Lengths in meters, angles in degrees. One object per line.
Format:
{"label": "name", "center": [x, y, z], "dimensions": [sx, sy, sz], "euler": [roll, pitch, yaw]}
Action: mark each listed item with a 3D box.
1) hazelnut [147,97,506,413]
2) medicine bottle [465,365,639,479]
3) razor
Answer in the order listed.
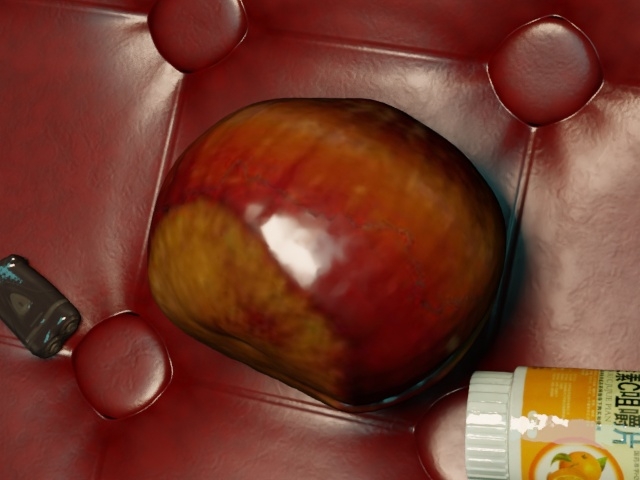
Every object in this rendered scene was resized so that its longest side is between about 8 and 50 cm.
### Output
{"label": "hazelnut", "center": [0.000, 0.000, 1.602], "dimensions": [0.429, 0.402, 0.402], "euler": [25, 89, 28]}
{"label": "medicine bottle", "center": [0.338, 0.234, 1.592], "dimensions": [0.318, 0.158, 0.158], "euler": [1, 82, 15]}
{"label": "razor", "center": [-0.410, 0.091, 1.858], "dimensions": [0.148, 0.054, 0.090], "euler": [42, 94, 17]}
